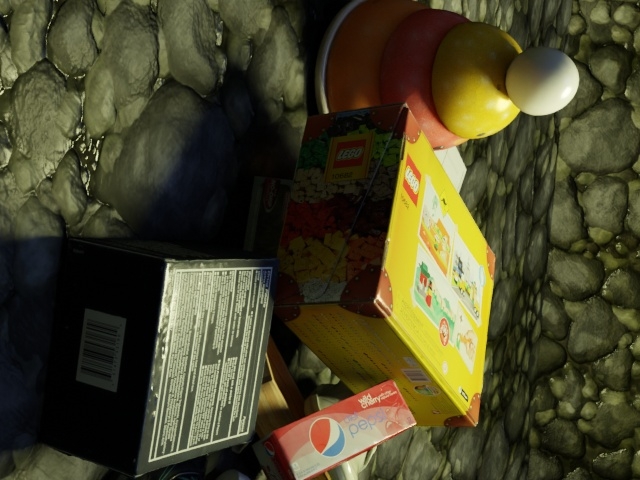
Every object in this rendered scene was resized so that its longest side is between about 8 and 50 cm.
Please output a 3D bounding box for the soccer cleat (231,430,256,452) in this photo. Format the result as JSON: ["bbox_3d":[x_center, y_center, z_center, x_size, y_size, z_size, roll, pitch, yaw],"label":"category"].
[{"bbox_3d":[-0.161,0.313,1.792,0.076,0.068,0.196,-66,152,-19],"label":"soccer cleat"}]

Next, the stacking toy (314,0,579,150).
[{"bbox_3d":[0.252,-0.288,1.882,0.350,0.480,0.351,-8,102,-39],"label":"stacking toy"}]

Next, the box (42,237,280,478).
[{"bbox_3d":[-0.224,0.154,1.496,0.294,0.182,0.296,2,98,-61],"label":"box"}]

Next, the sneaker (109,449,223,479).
[{"bbox_3d":[-0.223,0.382,1.654,0.267,0.106,0.101,-20,114,-60],"label":"sneaker"}]

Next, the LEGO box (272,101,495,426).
[{"bbox_3d":[0.131,0.063,1.819,0.500,0.193,0.372,51,42,-48],"label":"LEGO box"}]

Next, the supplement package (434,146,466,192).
[{"bbox_3d":[0.212,-0.171,2.265,0.244,0.133,0.139,53,52,-54],"label":"supplement package"}]

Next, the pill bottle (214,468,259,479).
[{"bbox_3d":[-0.101,0.499,1.825,0.208,0.119,0.119,40,59,-24],"label":"pill bottle"}]

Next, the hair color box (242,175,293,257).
[{"bbox_3d":[0.000,0.000,1.944,0.374,0.113,0.185,12,86,-63],"label":"hair color box"}]

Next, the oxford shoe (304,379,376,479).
[{"bbox_3d":[0.051,0.344,1.939,0.449,0.130,0.169,-63,134,-85],"label":"oxford shoe"}]

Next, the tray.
[{"bbox_3d":[-0.075,0.299,1.828,0.203,0.076,0.411,-110,177,-45],"label":"tray"}]

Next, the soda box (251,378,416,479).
[{"bbox_3d":[0.025,0.316,1.681,0.263,0.083,0.092,-18,74,-37],"label":"soda box"}]
